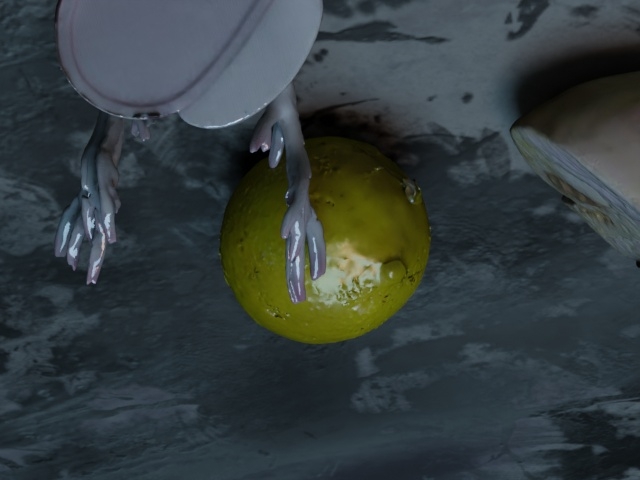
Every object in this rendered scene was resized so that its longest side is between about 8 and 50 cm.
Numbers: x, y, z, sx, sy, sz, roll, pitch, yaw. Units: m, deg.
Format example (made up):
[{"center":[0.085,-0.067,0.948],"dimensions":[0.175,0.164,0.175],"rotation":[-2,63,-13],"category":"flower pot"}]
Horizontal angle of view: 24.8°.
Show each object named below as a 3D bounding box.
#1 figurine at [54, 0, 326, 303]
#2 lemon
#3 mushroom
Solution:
[{"center":[-0.091,-0.102,1.008],"dimensions":[0.206,0.284,0.316],"rotation":[6,180,2],"category":"figurine"},{"center":[0.000,0.000,1.237],"dimensions":[0.173,0.173,0.206],"rotation":[24,157,-32],"category":"lemon"},{"center":[0.270,-0.087,1.195],"dimensions":[0.162,0.173,0.236],"rotation":[-46,-179,-3],"category":"mushroom"}]
